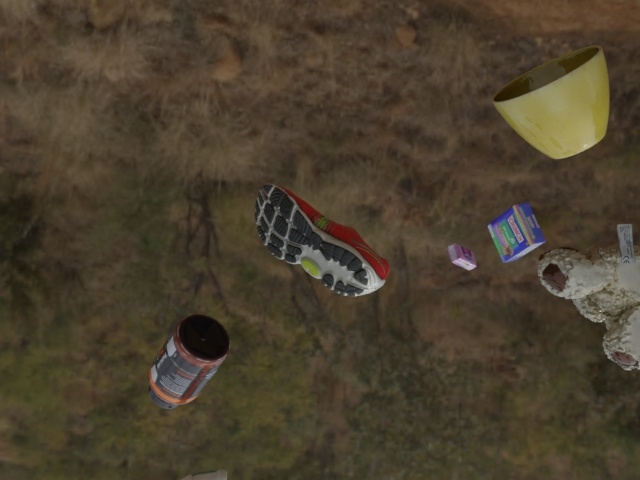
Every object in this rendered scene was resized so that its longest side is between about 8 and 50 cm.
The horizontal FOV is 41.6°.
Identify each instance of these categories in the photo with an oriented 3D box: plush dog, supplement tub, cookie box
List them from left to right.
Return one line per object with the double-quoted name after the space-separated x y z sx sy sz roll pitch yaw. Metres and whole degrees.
-0.245 0.226 1.514 0.106 0.106 0.198 13 135 -26 "supplement tub"
0.404 -0.016 1.741 0.040 0.091 0.107 -12 163 -28 "cookie box"
0.524 0.079 1.530 0.262 0.210 0.225 47 175 -1 "plush dog"

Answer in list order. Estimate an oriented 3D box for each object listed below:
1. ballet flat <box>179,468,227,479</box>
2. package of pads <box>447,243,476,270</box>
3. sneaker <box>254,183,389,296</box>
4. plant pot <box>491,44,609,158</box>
-0.152 0.626 1.641 0.139 0.400 0.139 -24 -175 2 "ballet flat"
0.368 0.042 2.188 0.032 0.050 0.083 -32 143 34 "package of pads"
0.000 0.000 1.449 0.118 0.279 0.107 -15 139 -54 "sneaker"
0.281 -0.152 0.979 0.134 0.134 0.095 -16 109 45 "plant pot"
